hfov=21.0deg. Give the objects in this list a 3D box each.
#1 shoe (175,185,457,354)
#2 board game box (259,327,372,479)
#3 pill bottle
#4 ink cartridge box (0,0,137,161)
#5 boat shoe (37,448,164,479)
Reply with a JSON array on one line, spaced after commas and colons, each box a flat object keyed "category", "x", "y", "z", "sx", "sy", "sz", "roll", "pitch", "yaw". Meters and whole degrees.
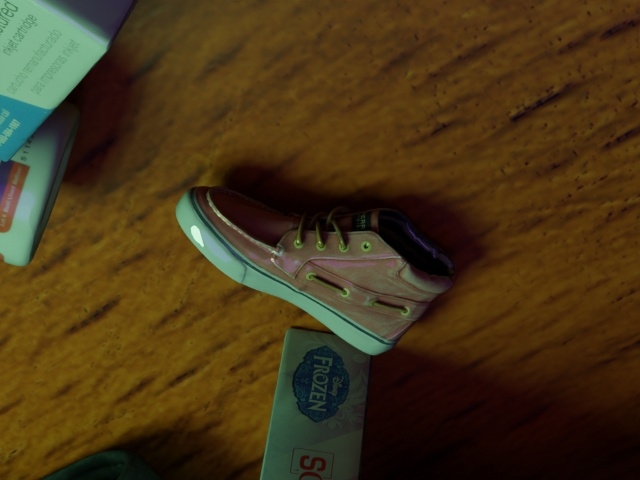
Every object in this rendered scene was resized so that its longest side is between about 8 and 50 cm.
[{"category": "shoe", "x": 0.000, "y": 0.000, "z": 1.097, "sx": 0.178, "sy": 0.063, "sz": 0.081, "roll": 33, "pitch": 121, "yaw": -21}, {"category": "board game box", "x": -0.026, "y": 0.279, "z": 1.136, "sx": 0.066, "sy": 0.318, "sz": 0.318, "roll": 8, "pitch": 126, "yaw": 1}, {"category": "pill bottle", "x": -0.254, "y": -0.063, "z": 1.055, "sx": 0.193, "sy": 0.108, "sz": 0.108, "roll": 19, "pitch": 125, "yaw": -6}, {"category": "ink cartridge box", "x": -0.243, "y": -0.193, "z": 0.893, "sx": 0.307, "sy": 0.129, "sz": 0.223, "roll": 31, "pitch": 158, "yaw": -14}, {"category": "boat shoe", "x": -0.306, "y": 0.274, "z": 1.259, "sx": 0.500, "sy": 0.187, "sz": 0.156, "roll": -19, "pitch": 115, "yaw": 14}]
